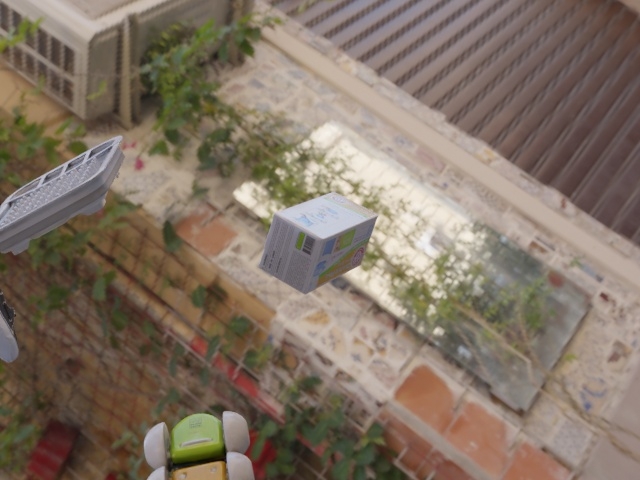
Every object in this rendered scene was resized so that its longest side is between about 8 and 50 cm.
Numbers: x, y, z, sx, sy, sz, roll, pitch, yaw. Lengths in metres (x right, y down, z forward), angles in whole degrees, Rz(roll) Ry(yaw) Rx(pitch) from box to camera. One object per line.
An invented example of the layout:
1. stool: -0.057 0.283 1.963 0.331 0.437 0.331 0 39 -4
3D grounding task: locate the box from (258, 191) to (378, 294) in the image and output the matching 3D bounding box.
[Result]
1. box: 0.000 0.000 1.495 0.203 0.103 0.114 -25 -42 -55

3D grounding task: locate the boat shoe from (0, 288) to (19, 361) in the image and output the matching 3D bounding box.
1. boat shoe: -0.750 0.171 1.973 0.080 0.228 0.076 -13 17 36

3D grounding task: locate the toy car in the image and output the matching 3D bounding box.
1. toy car: -0.179 0.355 1.289 0.159 0.182 0.136 -11 -48 -4

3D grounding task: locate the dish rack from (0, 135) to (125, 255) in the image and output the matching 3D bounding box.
1. dish rack: -0.513 -0.084 1.671 0.286 0.072 0.333 -27 20 5
